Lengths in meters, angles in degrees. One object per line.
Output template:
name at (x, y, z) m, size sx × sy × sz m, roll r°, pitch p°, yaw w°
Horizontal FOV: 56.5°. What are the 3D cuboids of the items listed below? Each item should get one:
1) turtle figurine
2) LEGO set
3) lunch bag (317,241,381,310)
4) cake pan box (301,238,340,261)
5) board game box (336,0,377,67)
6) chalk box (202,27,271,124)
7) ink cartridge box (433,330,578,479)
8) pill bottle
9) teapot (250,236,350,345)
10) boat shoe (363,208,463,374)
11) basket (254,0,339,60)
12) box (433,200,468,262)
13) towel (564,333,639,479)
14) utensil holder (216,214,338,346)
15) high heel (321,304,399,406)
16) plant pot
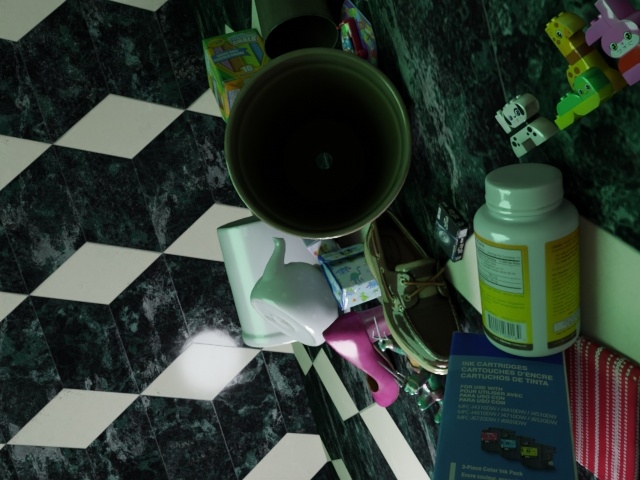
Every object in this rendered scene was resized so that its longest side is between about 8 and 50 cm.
turtle figurine at (0.197, 0.256, 1.223) m, size 0.234 × 0.118 × 0.175 m, roll 60°, pitch -175°, yaw -18°
LEGO set at (0.240, -0.170, 0.547) m, size 0.093 × 0.087 × 0.227 m, roll 55°, pitch 165°, yaw 3°
lunch bag at (0.077, 0.071, 1.421) m, size 0.151 × 0.128 × 0.096 m, roll -120°, pitch 19°, yaw -44°
cake pan box at (0.000, 0.000, 1.606) m, size 0.267 × 0.070 × 0.246 m, roll 53°, pitch -175°, yaw -48°
board game box at (0.057, -0.371, 1.131) m, size 0.133 × 0.033 × 0.169 m, roll 88°, pitch 159°, yaw -50°
chalk box at (-0.254, -0.526, 1.851) m, size 0.180 × 0.179 × 0.289 m, roll 90°, pitch 157°, yaw -52°
ink cartridge box at (0.218, 0.301, 0.731) m, size 0.395 × 0.151 × 0.270 m, roll -60°, pitch -30°, yaw -54°
pill bottle at (0.247, 0.022, 0.713) m, size 0.117 × 0.117 × 0.215 m, roll -135°, pitch 30°, yaw -62°
teapot at (-0.045, 0.146, 1.573) m, size 0.252 × 0.187 × 0.256 m, roll 29°, pitch 157°, yaw 13°
boat shoe at (0.170, 0.079, 1.098) m, size 0.123 × 0.123 × 0.342 m, roll 88°, pitch 165°, yaw -53°
basket at (-0.067, -0.504, 1.213) m, size 0.204 × 0.154 × 0.227 m, roll 36°, pitch -142°, yaw -78°
box at (0.217, -0.014, 0.994) m, size 0.083 × 0.018 × 0.067 m, roll 87°, pitch 159°, yaw -48°
towel at (0.326, 0.195, 0.812) m, size 0.275 × 0.031 × 0.199 m, roll -142°, pitch 38°, yaw -64°
utensil holder at (-0.145, 0.106, 1.938) m, size 0.327 × 0.327 × 0.386 m, roll -166°, pitch 59°, yaw -74°
high heel at (0.100, 0.322, 1.546) m, size 0.127 × 0.181 × 0.378 m, roll -127°, pitch 23°, yaw -52°
plant pot at (0.001, -0.168, 1.138) m, size 0.280 × 0.322 × 0.324 m, roll -42°, pitch -66°, yaw -87°
